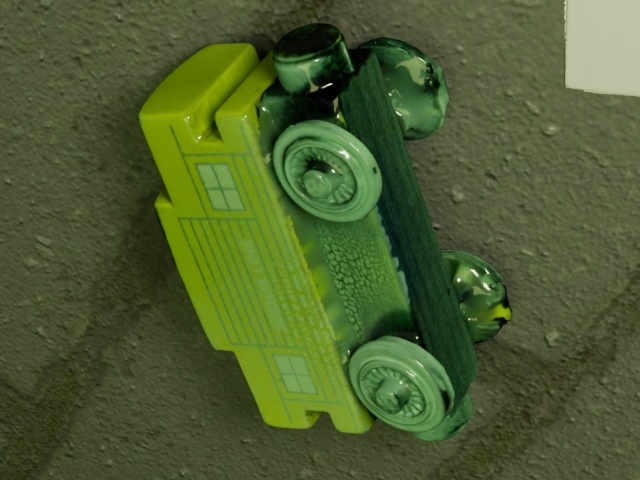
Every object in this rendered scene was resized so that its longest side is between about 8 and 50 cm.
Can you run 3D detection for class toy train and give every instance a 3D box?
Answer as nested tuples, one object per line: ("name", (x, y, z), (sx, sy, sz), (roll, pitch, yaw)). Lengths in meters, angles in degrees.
("toy train", (0.000, 0.000, 1.593), (0.272, 0.179, 0.442), (2, 127, 32))

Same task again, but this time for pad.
("pad", (0.275, -0.210, 1.412), (0.156, 0.004, 0.232), (9, 129, 17))
